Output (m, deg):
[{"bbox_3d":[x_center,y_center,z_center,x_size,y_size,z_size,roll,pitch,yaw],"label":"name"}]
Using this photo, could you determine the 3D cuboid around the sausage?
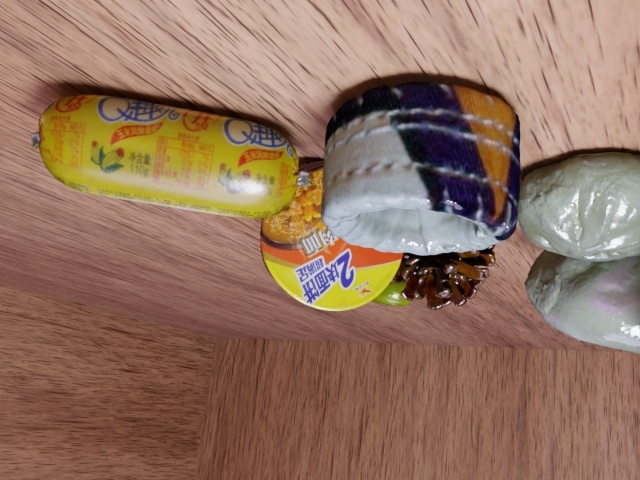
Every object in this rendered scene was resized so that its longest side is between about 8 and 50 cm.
[{"bbox_3d":[-0.178,-0.101,0.718,0.346,0.123,0.123,8,164,-8],"label":"sausage"}]

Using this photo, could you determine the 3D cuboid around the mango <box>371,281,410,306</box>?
[{"bbox_3d":[0.147,0.116,1.430,0.165,0.074,0.091,12,171,21],"label":"mango"}]

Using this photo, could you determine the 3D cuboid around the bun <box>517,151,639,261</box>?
[{"bbox_3d":[0.356,-0.034,0.765,0.195,0.118,0.195,8,166,2],"label":"bun"}]

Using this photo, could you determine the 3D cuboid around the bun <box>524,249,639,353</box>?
[{"bbox_3d":[0.472,0.048,0.885,0.293,0.187,0.293,3,-166,-1],"label":"bun"}]

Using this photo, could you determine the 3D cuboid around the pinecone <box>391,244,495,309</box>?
[{"bbox_3d":[0.186,0.021,0.912,0.179,0.195,0.150,-27,105,24],"label":"pinecone"}]

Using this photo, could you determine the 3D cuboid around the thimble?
[{"bbox_3d":[0.114,-0.069,0.675,0.237,0.150,0.237,5,165,1],"label":"thimble"}]

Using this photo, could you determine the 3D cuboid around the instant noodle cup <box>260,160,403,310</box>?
[{"bbox_3d":[0.000,0.000,0.892,0.213,0.213,0.174,10,172,-13],"label":"instant noodle cup"}]
